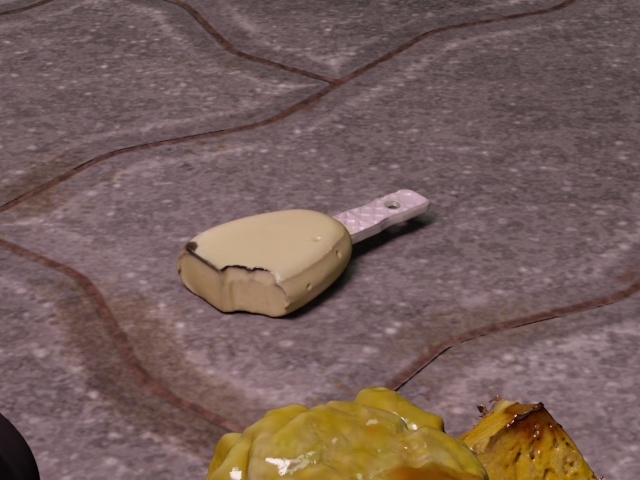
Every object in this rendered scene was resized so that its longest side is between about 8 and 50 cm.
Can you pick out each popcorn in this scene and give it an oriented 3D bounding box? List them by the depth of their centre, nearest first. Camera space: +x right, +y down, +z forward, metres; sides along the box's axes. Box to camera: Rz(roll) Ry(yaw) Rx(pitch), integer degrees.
[{"bbox_3d":[0.030,0.200,0.862,0.217,0.181,0.235,11,37,17],"label":"popcorn"}]

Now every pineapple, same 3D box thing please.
[{"bbox_3d":[0.140,0.143,1.072,0.114,0.077,0.114,-1,16,-8],"label":"pineapple"}]

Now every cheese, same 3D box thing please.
[{"bbox_3d":[0.000,0.000,1.340,0.255,0.050,0.127,-22,36,-32],"label":"cheese"}]

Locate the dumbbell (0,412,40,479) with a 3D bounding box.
[{"bbox_3d":[-0.271,0.196,0.918,0.143,0.143,0.325,4,30,9],"label":"dumbbell"}]
